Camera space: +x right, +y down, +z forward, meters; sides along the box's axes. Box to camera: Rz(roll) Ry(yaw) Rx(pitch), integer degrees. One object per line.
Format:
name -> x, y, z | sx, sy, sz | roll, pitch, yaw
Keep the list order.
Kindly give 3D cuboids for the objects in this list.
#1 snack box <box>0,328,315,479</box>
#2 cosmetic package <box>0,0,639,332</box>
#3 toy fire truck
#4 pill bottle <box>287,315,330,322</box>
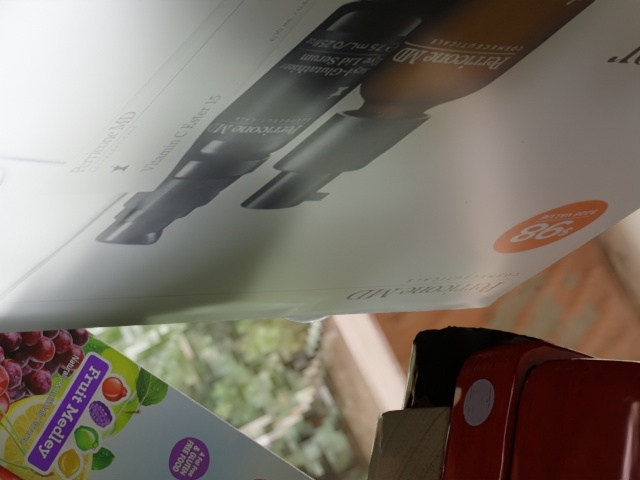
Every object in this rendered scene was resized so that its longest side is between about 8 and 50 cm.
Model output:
snack box -> -0.079, 0.109, 0.800 | 0.207, 0.070, 0.174 | 36, 161, -16
cosmetic package -> 0.003, -0.069, 0.581 | 0.284, 0.377, 0.097 | -34, 66, 43
toy fire truck -> 0.154, 0.116, 0.546 | 0.246, 0.217, 0.158 | -13, 62, 55
pill bottle -> 0.000, 0.000, 0.811 | 0.043, 0.043, 0.083 | 66, -160, -16
